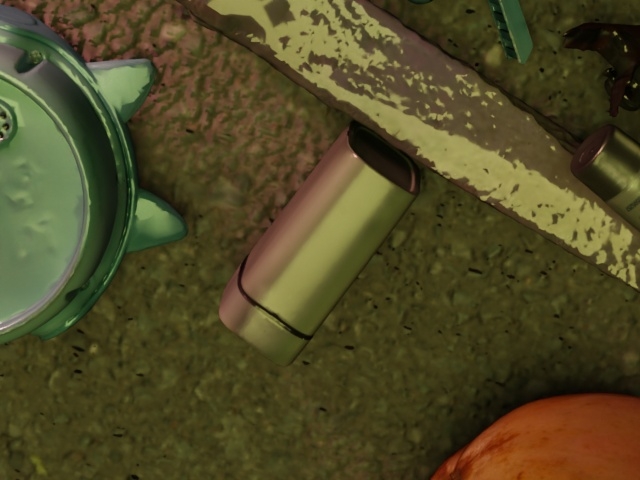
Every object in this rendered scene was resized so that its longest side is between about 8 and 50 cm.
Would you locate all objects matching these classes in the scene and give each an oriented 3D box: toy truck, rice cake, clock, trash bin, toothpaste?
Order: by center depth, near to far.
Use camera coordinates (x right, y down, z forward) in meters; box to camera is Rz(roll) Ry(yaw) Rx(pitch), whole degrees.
[{"bbox_3d":[0.248,0.016,1.120,0.239,0.039,0.062,36,81,-13],"label":"toothpaste"},{"bbox_3d":[0.072,-0.160,1.138,0.074,0.063,0.136,-22,107,-6],"label":"toy truck"},{"bbox_3d":[0.000,0.000,1.149,0.059,0.116,0.130,36,103,-7],"label":"trash bin"},{"bbox_3d":[0.088,-0.071,1.153,0.399,0.064,0.070,32,94,-4],"label":"rice cake"},{"bbox_3d":[-0.226,-0.034,1.167,0.274,0.094,0.223,-10,104,7],"label":"clock"}]

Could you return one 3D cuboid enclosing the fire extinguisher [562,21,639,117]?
[{"bbox_3d":[0.251,-0.063,1.121,0.252,0.106,0.075,37,103,-6],"label":"fire extinguisher"}]

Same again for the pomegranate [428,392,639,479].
[{"bbox_3d":[0.175,0.226,1.138,0.270,0.229,0.252,31,105,-10],"label":"pomegranate"}]
